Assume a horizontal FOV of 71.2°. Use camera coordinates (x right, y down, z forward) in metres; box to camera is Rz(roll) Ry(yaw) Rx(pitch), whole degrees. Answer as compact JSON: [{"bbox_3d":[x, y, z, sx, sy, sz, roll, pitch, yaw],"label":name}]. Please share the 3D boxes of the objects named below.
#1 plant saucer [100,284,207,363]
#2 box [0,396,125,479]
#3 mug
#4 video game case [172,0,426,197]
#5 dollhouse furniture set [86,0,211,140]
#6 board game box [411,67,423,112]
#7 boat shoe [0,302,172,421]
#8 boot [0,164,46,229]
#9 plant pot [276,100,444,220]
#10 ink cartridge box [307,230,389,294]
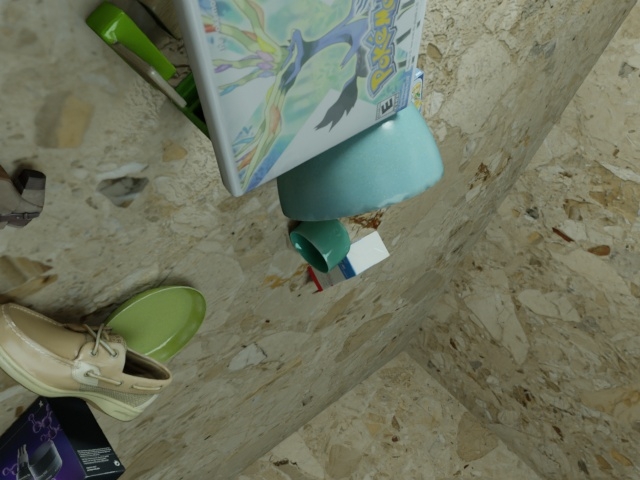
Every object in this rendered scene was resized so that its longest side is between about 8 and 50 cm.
[{"bbox_3d":[-0.335,0.172,0.869,0.241,0.037,0.240,-35,150,-24],"label":"plant saucer"},{"bbox_3d":[-0.511,0.436,0.794,0.261,0.184,0.103,-47,151,-3],"label":"box"},{"bbox_3d":[-0.001,-0.005,1.058,0.097,0.158,0.129,-42,128,-19],"label":"mug"},{"bbox_3d":[0.002,-0.229,0.476,0.300,0.036,0.329,-32,149,-21],"label":"video game case"},{"bbox_3d":[-0.078,-0.273,0.528,0.301,0.151,0.197,-48,154,-2],"label":"dollhouse furniture set"},{"bbox_3d":[0.147,-0.275,0.998,0.201,0.035,0.136,-41,153,-13],"label":"board game box"},{"bbox_3d":[-0.364,0.178,0.702,0.110,0.121,0.341,-37,143,-8],"label":"boat shoe"},{"bbox_3d":[-0.377,-0.050,0.508,0.087,0.042,0.118,-49,148,19],"label":"boot"},{"bbox_3d":[0.045,-0.179,0.760,0.290,0.290,0.195,-30,114,-32],"label":"plant pot"},{"bbox_3d":[0.060,0.066,1.217,0.134,0.078,0.231,-27,177,-37],"label":"ink cartridge box"}]
